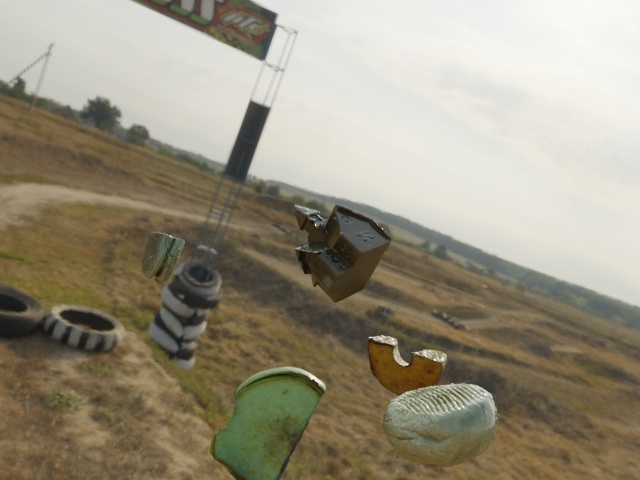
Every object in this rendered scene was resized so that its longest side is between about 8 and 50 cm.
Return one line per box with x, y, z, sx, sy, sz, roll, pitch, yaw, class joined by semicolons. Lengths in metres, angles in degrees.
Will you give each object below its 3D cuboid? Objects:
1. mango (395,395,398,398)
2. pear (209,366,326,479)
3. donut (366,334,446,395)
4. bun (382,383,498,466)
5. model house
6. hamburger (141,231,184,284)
0.318;0.539;2.000;0.152;0.120;0.221;-15;28;3;mango
-0.126;0.417;1.411;0.176;0.286;0.282;28;-11;4;pear
0.254;0.388;1.842;0.259;0.152;0.101;14;13;30;donut
0.231;0.359;1.157;0.220;0.134;0.220;-11;4;1;bun
0.000;0.000;1.412;0.176;0.181;0.248;-18;52;-44;model house
-0.277;0.032;1.061;0.054;0.084;0.121;27;-14;-26;hamburger
